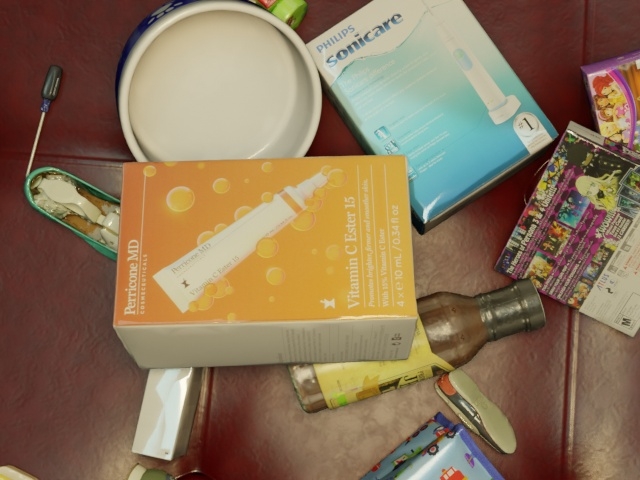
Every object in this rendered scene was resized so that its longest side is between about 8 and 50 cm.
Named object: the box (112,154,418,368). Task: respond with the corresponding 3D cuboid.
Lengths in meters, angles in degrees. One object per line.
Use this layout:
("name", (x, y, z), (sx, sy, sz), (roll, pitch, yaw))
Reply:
("box", (-0.063, 0.029, 1.168), (0.345, 0.168, 0.215), (-2, 66, 0))

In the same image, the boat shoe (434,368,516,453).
("boat shoe", (0.210, 0.235, 1.287), (0.137, 0.049, 0.043), (50, 129, 5))

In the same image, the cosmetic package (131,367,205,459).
("cosmetic package", (-0.192, 0.169, 1.286), (0.060, 0.099, 0.239), (11, 82, 4))

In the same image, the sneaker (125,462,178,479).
("sneaker", (-0.234, 0.403, 1.271), (0.086, 0.064, 0.192), (12, 80, 9))

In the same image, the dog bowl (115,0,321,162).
("dog bowl", (-0.138, -0.191, 1.264), (0.264, 0.104, 0.265), (-7, 114, -15))

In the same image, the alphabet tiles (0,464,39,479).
("alphabet tiles", (-0.441, 0.461, 1.296), (0.278, 0.021, 0.284), (25, 84, 6))

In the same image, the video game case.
("video game case", (0.369, -0.011, 1.241), (0.210, 0.042, 0.232), (26, 124, 9))

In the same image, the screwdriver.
("screwdriver", (-0.406, -0.174, 1.380), (0.024, 0.025, 0.170), (14, 82, 5))

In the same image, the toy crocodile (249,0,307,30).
("toy crocodile", (-0.128, -0.300, 1.344), (0.115, 0.105, 0.340), (41, 86, 7))

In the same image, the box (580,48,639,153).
("box", (0.473, -0.114, 1.236), (0.201, 0.057, 0.293), (-16, 109, 11))

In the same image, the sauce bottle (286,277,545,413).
("sauce bottle", (0.126, 0.133, 1.267), (0.344, 0.111, 0.111), (-18, 82, 2))

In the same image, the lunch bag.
("lunch bag", (0.176, 0.411, 1.231), (0.221, 0.138, 0.293), (-39, 91, -6))

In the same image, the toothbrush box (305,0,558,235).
("toothbrush box", (0.146, -0.191, 1.305), (0.216, 0.126, 0.295), (-34, 83, -1))

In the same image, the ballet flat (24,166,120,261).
("ballet flat", (-0.309, -0.030, 1.324), (0.247, 0.087, 0.083), (26, 84, 6))
